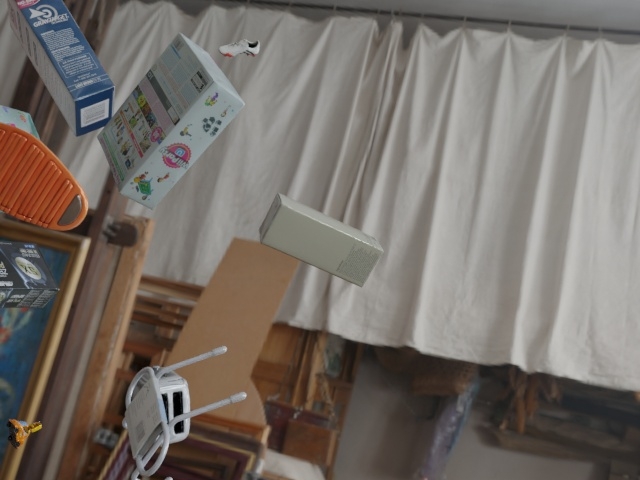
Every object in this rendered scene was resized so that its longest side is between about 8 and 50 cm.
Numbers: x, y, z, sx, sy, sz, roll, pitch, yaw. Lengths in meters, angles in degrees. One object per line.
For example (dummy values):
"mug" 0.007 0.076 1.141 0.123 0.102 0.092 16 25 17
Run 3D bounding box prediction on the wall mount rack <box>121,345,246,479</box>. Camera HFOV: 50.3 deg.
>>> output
"wall mount rack" -0.334 0.392 1.585 0.130 0.304 0.350 35 7 -31

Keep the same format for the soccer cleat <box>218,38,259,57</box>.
"soccer cleat" -0.157 -0.375 1.322 0.083 0.029 0.036 -7 -29 -27

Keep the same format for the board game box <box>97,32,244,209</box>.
"board game box" -0.325 -0.252 1.439 0.097 0.303 0.224 31 19 -46

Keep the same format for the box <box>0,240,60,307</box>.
"box" -0.738 0.080 1.615 0.147 0.077 0.180 56 20 21

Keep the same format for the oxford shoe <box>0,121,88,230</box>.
"oxford shoe" -0.536 -0.135 1.159 0.363 0.130 0.133 35 -5 4

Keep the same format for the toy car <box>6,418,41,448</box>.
"toy car" -0.573 0.379 1.334 0.122 0.060 0.040 -5 7 44

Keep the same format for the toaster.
"toaster" -0.424 0.452 1.819 0.129 0.227 0.146 0 -2 -30

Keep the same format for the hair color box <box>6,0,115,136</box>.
"hair color box" -0.621 -0.443 1.627 0.105 0.347 0.174 -29 -9 -26

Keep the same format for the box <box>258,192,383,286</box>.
"box" 0.000 0.000 1.597 0.275 0.113 0.094 26 15 -17

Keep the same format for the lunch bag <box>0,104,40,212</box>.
"lunch bag" -0.737 -0.177 1.553 0.160 0.262 0.223 -30 -12 15
